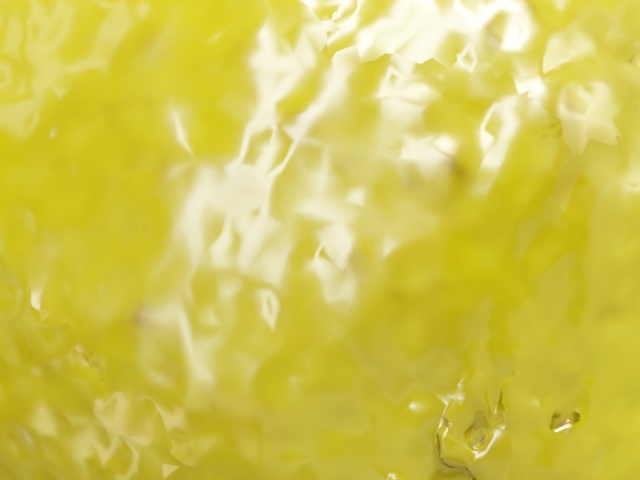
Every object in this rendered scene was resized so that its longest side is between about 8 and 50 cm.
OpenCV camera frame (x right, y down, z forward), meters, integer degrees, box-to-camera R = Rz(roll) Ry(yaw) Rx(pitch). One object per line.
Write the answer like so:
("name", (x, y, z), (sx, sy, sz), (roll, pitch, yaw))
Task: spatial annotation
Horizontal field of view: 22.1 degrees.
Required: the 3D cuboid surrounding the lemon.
("lemon", (0.000, 0.000, 0.433), (0.245, 0.320, 0.245), (-49, -24, -32))
